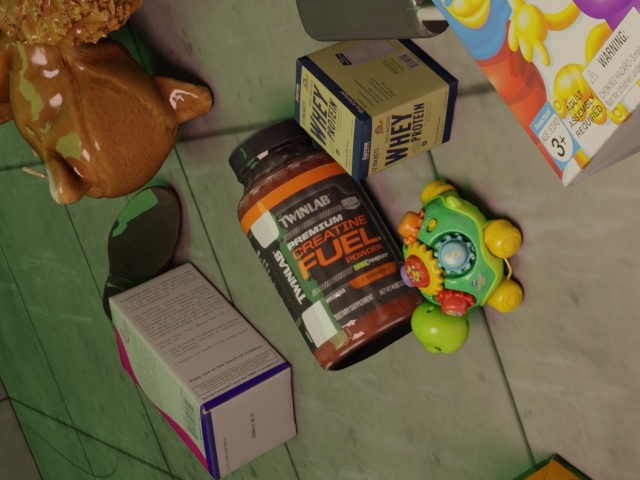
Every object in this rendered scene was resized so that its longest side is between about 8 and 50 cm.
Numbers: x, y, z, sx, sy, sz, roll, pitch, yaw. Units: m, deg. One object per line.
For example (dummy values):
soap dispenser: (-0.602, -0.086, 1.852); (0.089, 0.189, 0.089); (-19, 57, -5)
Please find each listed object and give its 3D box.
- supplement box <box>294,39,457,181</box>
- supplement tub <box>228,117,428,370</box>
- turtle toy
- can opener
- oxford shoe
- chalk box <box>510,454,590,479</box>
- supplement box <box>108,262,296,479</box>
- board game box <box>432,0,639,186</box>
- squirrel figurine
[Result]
supplement box: (0.038, -0.099, 0.922); (0.083, 0.083, 0.056); (47, 150, 35)
supplement tub: (0.000, 0.000, 1.060); (0.198, 0.106, 0.106); (59, 154, 12)
turtle toy: (0.094, 0.024, 0.942); (0.095, 0.066, 0.130); (37, 143, 46)
can opener: (0.077, -0.141, 0.819); (0.280, 0.074, 0.093); (19, 130, 58)
oxford shoe: (-0.204, 0.006, 1.516); (0.076, 0.076, 0.212); (28, 131, 3)
chalk box: (0.172, 0.344, 0.950); (0.180, 0.179, 0.289); (34, 141, 47)
supplement box: (-0.132, 0.140, 1.439); (0.220, 0.114, 0.111); (41, 147, 40)
board game box: (0.114, -0.192, 0.601); (0.275, 0.144, 0.142); (57, 152, 16)
squirrel figurine: (-0.278, -0.219, 1.233); (0.370, 0.281, 0.397); (54, 156, 10)
